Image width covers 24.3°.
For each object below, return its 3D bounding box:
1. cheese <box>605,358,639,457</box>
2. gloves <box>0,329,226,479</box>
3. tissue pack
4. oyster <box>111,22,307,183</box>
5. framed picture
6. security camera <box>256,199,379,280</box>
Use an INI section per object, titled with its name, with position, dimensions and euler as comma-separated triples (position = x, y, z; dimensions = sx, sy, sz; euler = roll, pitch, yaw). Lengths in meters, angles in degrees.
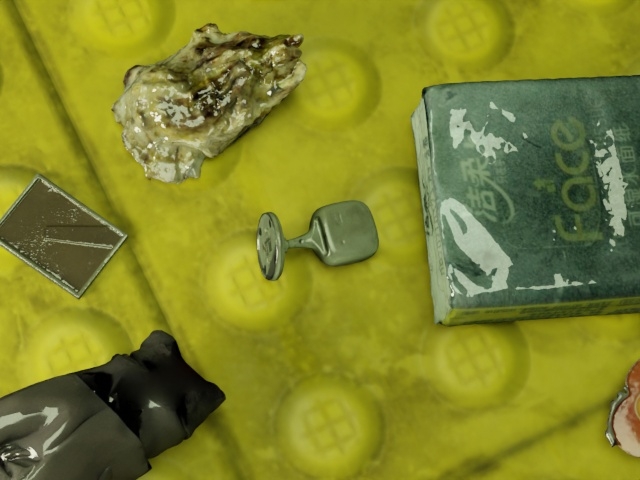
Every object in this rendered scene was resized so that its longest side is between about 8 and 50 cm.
[cheese]
position = 0.344, 0.168, 1.146
dimensions = 0.256, 0.037, 0.106
euler = 24, 69, 1
[gloves]
position = -0.203, 0.151, 1.050
dimensions = 0.285, 0.142, 0.119
euler = -24, 48, -12
[tissue pack]
position = 0.208, -0.033, 1.176
dimensions = 0.257, 0.081, 0.185
euler = -4, 72, -8
[oyster]
position = -0.091, -0.125, 1.193
dimensions = 0.165, 0.053, 0.108
euler = -34, 68, -8
[framed picture]
position = -0.204, -0.004, 1.162
dimensions = 0.089, 0.007, 0.066
euler = 33, 71, 5
[security camera]
position = 0.000, 0.000, 1.166
dimensions = 0.092, 0.058, 0.058
euler = -4, 72, -20
